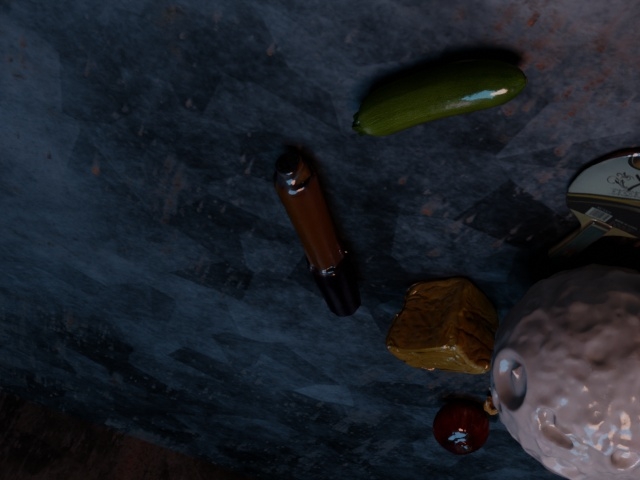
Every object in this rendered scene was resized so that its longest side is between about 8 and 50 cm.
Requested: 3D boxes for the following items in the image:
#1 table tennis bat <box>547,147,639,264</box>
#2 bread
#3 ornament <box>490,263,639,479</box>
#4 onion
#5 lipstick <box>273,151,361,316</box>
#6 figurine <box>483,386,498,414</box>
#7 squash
[{"bbox_3d":[0.416,-0.040,1.232,0.173,0.022,0.301,23,148,-9],"label":"table tennis bat"},{"bbox_3d":[0.223,0.159,1.552,0.158,0.143,0.149,-11,141,46],"label":"bread"},{"bbox_3d":[0.416,0.202,1.317,0.336,0.337,0.337,13,151,7],"label":"ornament"},{"bbox_3d":[0.324,0.428,1.985,0.131,0.131,0.131,13,151,7],"label":"onion"},{"bbox_3d":[0.000,0.000,1.458,0.077,0.077,0.418,5,148,19],"label":"lipstick"},{"bbox_3d":[0.387,0.345,1.889,0.064,0.047,0.109,43,147,13],"label":"figurine"},{"bbox_3d":[0.135,-0.179,1.090,0.258,0.069,0.069,-10,141,39],"label":"squash"}]
